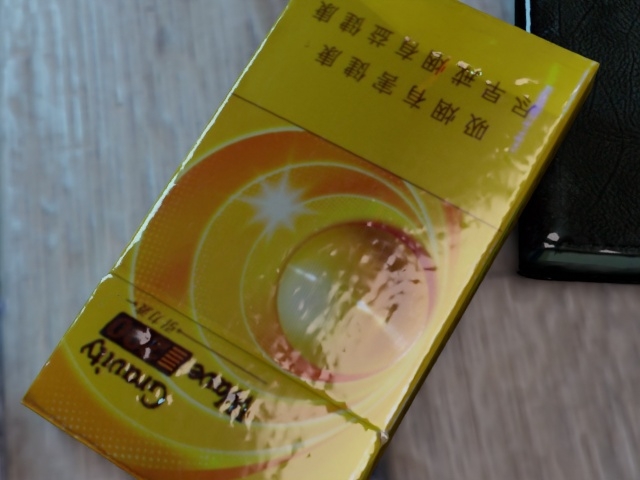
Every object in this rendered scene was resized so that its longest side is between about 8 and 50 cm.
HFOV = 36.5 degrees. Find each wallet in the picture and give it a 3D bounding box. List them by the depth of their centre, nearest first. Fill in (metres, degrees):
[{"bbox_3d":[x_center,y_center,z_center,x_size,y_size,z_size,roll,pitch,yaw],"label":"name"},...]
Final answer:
[{"bbox_3d":[0.186,-0.131,0.525,0.172,0.045,0.318,1,72,0],"label":"wallet"}]

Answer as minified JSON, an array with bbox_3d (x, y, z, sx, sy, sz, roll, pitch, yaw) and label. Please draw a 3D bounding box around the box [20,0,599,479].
[{"bbox_3d":[0.000,0.000,0.454,0.152,0.043,0.269,29,78,16],"label":"box"}]
